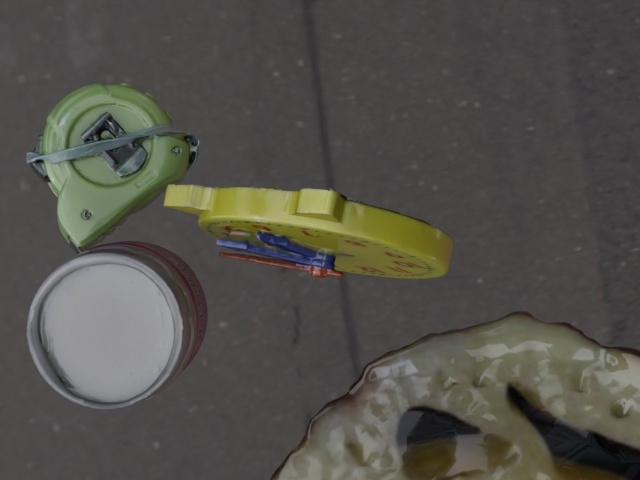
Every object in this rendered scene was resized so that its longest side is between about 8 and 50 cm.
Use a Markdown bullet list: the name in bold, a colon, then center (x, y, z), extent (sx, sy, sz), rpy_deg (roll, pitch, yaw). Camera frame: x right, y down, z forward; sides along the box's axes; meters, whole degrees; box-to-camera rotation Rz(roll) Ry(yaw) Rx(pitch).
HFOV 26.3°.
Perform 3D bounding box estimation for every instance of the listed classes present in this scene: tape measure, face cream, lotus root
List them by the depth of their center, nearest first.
- **lotus root**: center (0.136, 0.219, 0.850), extent (0.374, 0.111, 0.390), rpy_deg (-10, 47, 6)
- **face cream**: center (-0.218, 0.089, 1.494), extent (0.175, 0.195, 0.175), rpy_deg (0, 91, 2)
- **tape measure**: center (-0.252, -0.100, 1.636), extent (0.175, 0.200, 0.106), rpy_deg (54, 168, 0)

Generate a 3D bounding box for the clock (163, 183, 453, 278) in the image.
- **clock**: center (0.000, 0.005, 1.483), extent (0.277, 0.293, 0.071), rpy_deg (2, 79, 45)
